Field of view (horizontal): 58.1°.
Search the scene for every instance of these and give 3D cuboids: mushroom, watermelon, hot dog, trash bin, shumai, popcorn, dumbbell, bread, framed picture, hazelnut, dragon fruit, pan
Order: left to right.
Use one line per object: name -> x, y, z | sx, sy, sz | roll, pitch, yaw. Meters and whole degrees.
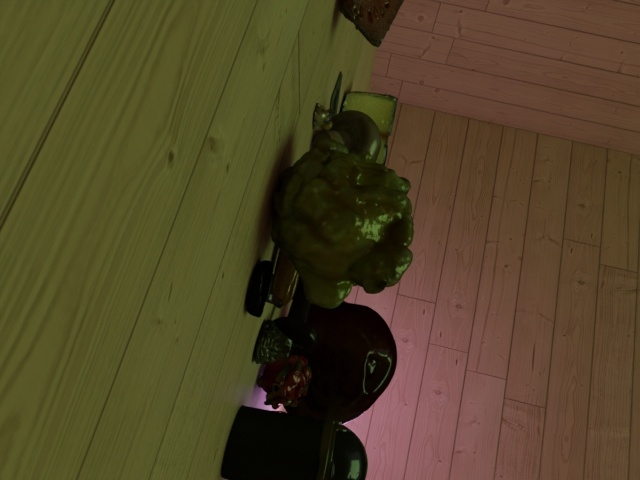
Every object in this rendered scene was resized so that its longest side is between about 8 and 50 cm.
pan -> -0.113, 0.108, 1.184 | 0.212, 0.040, 0.114 | 67, 35, -72
shumai -> -0.110, 0.257, 1.432 | 0.123, 0.088, 0.098 | -74, 175, -47
dragon fruit -> -0.109, 0.401, 1.650 | 0.166, 0.160, 0.172 | -41, 166, 11
hot dog -> -0.072, 0.032, 1.344 | 0.100, 0.068, 0.249 | -165, -89, -81
dumbbell -> -0.059, 0.196, 1.592 | 0.124, 0.141, 0.225 | -58, -170, 44
trash bin -> -0.051, 0.517, 1.377 | 0.214, 0.334, 0.214 | 15, 90, -87
hazelnut -> 0.034, 0.391, 1.874 | 0.429, 0.402, 0.402 | -30, -151, 37
framed picture -> 0.044, -0.426, 1.847 | 0.183, 0.011, 0.141 | 98, 6, -53
mushroom -> 0.059, -0.257, 1.615 | 0.206, 0.209, 0.206 | 43, -39, 48
popcorn -> 0.042, -0.051, 1.143 | 0.274, 0.279, 0.335 | -35, -166, 20
bread -> 0.176, -0.436, 2.282 | 0.405, 0.242, 0.345 | -75, 175, -81
watermelon -> 0.119, -0.591, 1.420 | 0.140, 0.193, 0.256 | -18, -123, 57

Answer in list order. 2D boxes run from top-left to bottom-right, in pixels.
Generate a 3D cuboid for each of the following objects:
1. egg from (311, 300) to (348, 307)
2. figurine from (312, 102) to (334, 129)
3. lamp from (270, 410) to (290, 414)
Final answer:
egg -> 0.029, 0.404, 2.403 | 0.374, 0.301, 0.300 | -59, 163, -61
figurine -> 0.008, -0.306, 1.456 | 0.083, 0.051, 0.047 | 94, 15, -67
lamp -> -0.139, 0.572, 1.612 | 0.188, 0.164, 0.187 | -8, 90, -76
